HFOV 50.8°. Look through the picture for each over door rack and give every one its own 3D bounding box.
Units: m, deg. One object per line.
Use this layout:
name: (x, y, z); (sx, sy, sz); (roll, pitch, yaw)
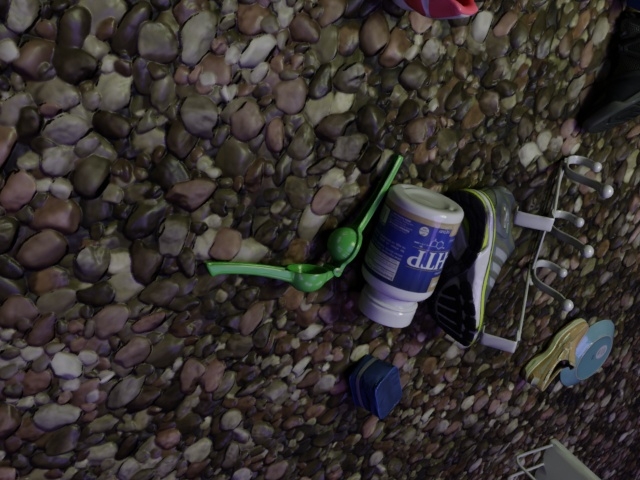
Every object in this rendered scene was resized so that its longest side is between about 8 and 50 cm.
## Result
over door rack: (0.380, 0.020, 1.097); (0.324, 0.108, 0.240); (-34, 138, -51)

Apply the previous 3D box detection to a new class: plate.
plate: (0.639, 0.272, 1.595); (0.188, 0.024, 0.188); (-19, 127, -27)

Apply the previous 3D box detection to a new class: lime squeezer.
lime squeezer: (0.000, 0.000, 0.908); (0.310, 0.059, 0.110); (-31, 100, -18)

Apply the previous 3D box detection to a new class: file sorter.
file sorter: (0.551, 0.677, 1.674); (0.173, 0.193, 0.278); (-3, 119, -33)

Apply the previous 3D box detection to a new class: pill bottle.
pill bottle: (0.121, 0.024, 0.964); (0.111, 0.112, 0.187); (0, 118, -38)

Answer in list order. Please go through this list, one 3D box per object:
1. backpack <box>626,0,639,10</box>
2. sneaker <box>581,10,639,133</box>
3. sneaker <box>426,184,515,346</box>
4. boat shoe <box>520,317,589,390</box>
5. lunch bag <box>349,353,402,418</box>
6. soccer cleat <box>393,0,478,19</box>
backpack: (0.507, -0.403, 0.999); (0.101, 0.098, 0.120); (-38, 135, -8)
sneaker: (0.505, -0.281, 1.097); (0.087, 0.130, 0.227); (-4, 147, -42)
sneaker: (0.257, 0.044, 1.091); (0.121, 0.111, 0.300); (-21, 131, -32)
boat shoe: (0.522, 0.251, 1.454); (0.190, 0.072, 0.068); (-45, 135, -6)
lunch bag: (0.089, 0.241, 1.114); (0.067, 0.065, 0.099); (-40, 136, -32)
soccer cleat: (0.160, -0.398, 0.715); (0.108, 0.116, 0.319); (-6, 121, -35)
